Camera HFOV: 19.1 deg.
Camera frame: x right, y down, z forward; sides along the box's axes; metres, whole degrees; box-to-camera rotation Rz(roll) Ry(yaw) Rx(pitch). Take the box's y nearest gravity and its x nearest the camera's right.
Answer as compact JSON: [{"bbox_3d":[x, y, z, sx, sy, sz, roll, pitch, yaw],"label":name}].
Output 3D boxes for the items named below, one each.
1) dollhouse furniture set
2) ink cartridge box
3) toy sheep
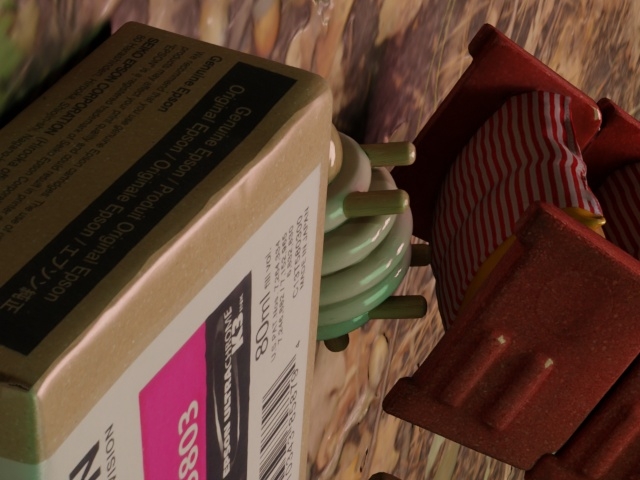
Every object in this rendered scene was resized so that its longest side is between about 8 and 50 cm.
[{"bbox_3d":[0.048,0.113,0.923,0.374,0.152,0.201,-55,-162,21],"label":"dollhouse furniture set"},{"bbox_3d":[-0.078,0.074,0.651,0.193,0.088,0.235,-52,153,-48],"label":"ink cartridge box"},{"bbox_3d":[0.000,0.000,0.798,0.091,0.091,0.132,-54,145,-42],"label":"toy sheep"}]
